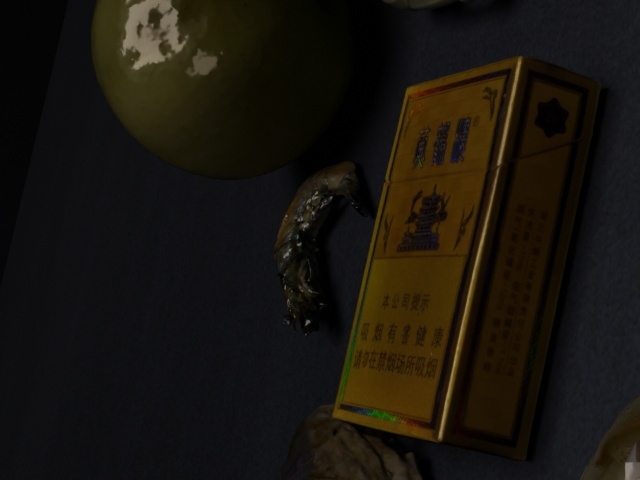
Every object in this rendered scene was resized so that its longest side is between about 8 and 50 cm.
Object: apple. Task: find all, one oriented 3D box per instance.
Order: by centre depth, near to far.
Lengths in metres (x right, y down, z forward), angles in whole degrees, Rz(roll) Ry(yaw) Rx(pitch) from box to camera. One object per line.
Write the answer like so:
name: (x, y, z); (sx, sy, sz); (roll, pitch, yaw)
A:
apple: (-0.101, -0.214, 1.480); (0.254, 0.292, 0.292); (-30, 44, 26)

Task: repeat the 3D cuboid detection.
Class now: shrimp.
shrimp: (0.000, 0.000, 1.413); (0.150, 0.051, 0.217); (-48, 30, 32)

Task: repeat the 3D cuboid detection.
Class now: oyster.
oyster: (0.011, 0.243, 1.149); (0.166, 0.110, 0.341); (-49, 20, 34)

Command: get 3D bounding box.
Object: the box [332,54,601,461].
box: (0.114, 0.015, 1.099); (0.193, 0.084, 0.301); (-3, 73, 65)

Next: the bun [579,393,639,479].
bun: (0.218, 0.160, 0.628); (0.281, 0.205, 0.281); (-42, 41, 51)

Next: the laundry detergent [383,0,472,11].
laundry detergent: (0.133, -0.305, 1.254); (0.253, 0.091, 0.181); (7, 83, 66)
